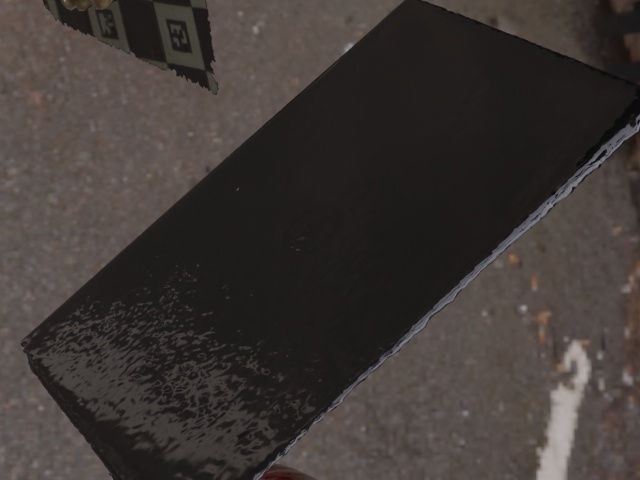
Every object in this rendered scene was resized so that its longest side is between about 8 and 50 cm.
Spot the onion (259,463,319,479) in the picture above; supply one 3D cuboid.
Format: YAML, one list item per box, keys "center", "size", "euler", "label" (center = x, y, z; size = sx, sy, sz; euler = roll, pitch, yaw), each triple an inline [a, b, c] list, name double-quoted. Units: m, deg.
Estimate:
- center: [-0.021, 0.312, 1.018]
  size: [0.232, 0.314, 0.313]
  euler: [-28, 112, -32]
  label: "onion"

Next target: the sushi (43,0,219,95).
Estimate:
- center: [-0.146, -0.200, 0.753]
  size: [0.040, 0.193, 0.210]
  euler: [-29, 130, -34]
  label: "sushi"

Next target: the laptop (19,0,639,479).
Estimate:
- center: [0.000, 0.000, 0.412]
  size: [0.197, 0.135, 0.016]
  euler: [-42, 128, -9]
  label: "laptop"
